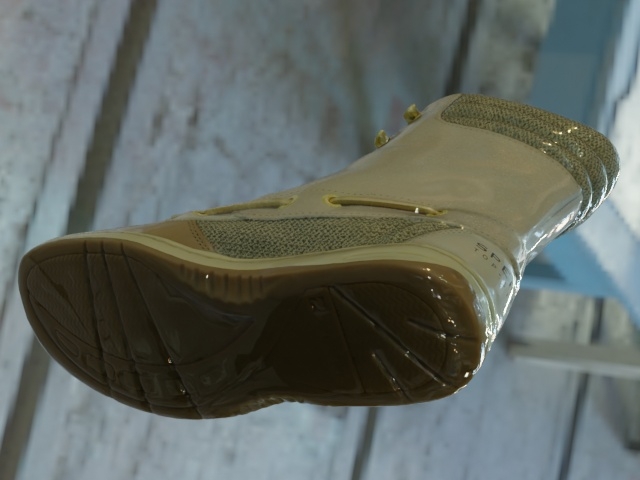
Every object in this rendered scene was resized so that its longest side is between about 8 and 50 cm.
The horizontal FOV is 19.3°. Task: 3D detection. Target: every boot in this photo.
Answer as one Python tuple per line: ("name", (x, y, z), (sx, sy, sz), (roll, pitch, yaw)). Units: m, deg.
("boot", (0.000, 0.000, 0.760), (0.165, 0.213, 0.077), (-43, 125, -50))
